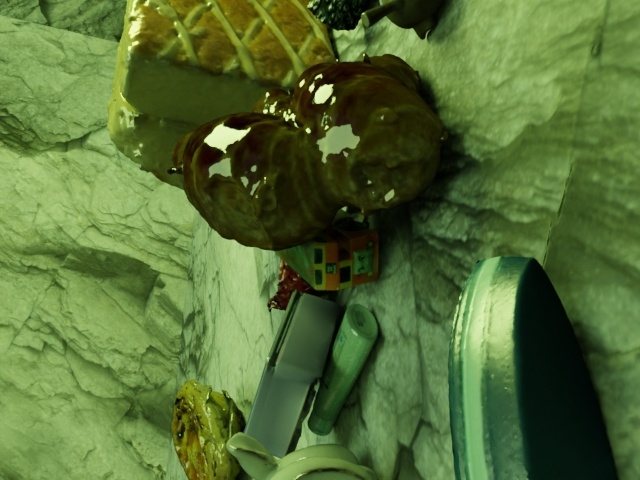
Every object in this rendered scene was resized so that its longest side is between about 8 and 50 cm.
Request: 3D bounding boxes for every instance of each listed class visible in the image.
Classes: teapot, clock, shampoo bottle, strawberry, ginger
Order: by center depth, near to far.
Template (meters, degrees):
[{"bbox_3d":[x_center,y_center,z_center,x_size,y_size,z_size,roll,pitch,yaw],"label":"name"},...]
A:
[{"bbox_3d":[0.098,-0.270,0.779,0.085,0.110,0.080,57,146,-9],"label":"teapot"},{"bbox_3d":[-0.027,-0.119,0.806,0.358,0.152,0.274,-19,45,20],"label":"ginger"},{"bbox_3d":[0.025,0.174,0.861,0.069,0.041,0.190,-110,34,-54],"label":"shampoo bottle"},{"bbox_3d":[-0.036,0.174,0.899,0.193,0.073,0.144,-69,-2,-63],"label":"clock"},{"bbox_3d":[-0.029,0.043,1.017,0.145,0.086,0.145,-167,90,-78],"label":"strawberry"}]

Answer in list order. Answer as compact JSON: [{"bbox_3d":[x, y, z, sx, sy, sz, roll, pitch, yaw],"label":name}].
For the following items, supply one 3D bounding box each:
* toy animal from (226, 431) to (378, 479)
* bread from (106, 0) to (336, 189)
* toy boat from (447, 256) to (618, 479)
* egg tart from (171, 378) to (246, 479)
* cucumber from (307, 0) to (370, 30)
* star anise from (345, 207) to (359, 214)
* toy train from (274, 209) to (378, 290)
[{"bbox_3d":[-0.024,0.287,0.729,0.193,0.179,0.127,165,115,-69],"label":"toy animal"},{"bbox_3d":[-0.180,-0.307,1.224,0.279,0.371,0.390,123,148,-43],"label":"bread"},{"bbox_3d":[0.139,0.130,0.440,0.062,0.096,0.299,-44,36,46],"label":"toy boat"},{"bbox_3d":[-0.215,0.414,1.390,0.297,0.132,0.297,14,106,62],"label":"egg tart"},{"bbox_3d":[0.086,-0.464,0.934,0.359,0.096,0.096,122,152,-46],"label":"cucumber"},{"bbox_3d":[0.041,-0.099,0.948,0.141,0.042,0.141,-178,90,-71],"label":"star anise"},{"bbox_3d":[0.000,0.000,0.883,0.188,0.099,0.072,36,138,55],"label":"toy train"}]
